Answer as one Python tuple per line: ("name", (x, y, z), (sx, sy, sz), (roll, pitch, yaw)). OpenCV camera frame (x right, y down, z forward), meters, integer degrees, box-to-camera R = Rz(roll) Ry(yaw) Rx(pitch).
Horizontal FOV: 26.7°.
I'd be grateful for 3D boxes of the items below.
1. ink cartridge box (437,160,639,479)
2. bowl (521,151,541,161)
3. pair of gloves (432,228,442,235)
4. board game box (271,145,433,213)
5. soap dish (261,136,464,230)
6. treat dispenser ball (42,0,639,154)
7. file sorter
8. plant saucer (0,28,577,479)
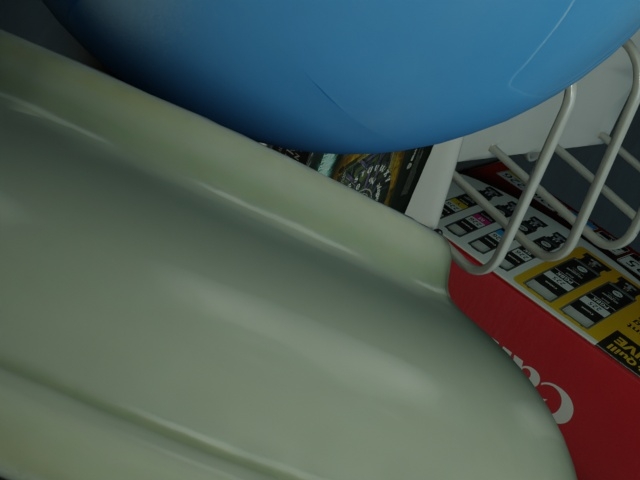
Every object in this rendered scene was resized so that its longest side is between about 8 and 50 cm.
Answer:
("ink cartridge box", (0.182, 0.083, 1.122), (0.272, 0.309, 0.130), (-18, 139, -52))
("bowl", (0.210, -0.152, 1.166), (0.142, 0.053, 0.142), (-39, 152, -30))
("pair of gloves", (0.049, 0.022, 0.881), (0.074, 0.010, 0.083), (-58, 157, 13))
("board game box", (0.000, 0.000, 0.745), (0.126, 0.026, 0.186), (-21, 140, -49))
("soap dish", (-0.016, -0.060, 0.812), (0.229, 0.118, 0.290), (-34, 150, -35))
("treat dispenser ball", (0.012, -0.176, 0.497), (0.288, 0.288, 0.288), (-40, 153, -25))
("file sorter", (0.195, -0.101, 0.985), (0.278, 0.173, 0.192), (-9, 133, -35))
("plant saucer", (-0.066, 0.003, 0.492), (0.100, 0.401, 0.400), (-65, 155, 0))
